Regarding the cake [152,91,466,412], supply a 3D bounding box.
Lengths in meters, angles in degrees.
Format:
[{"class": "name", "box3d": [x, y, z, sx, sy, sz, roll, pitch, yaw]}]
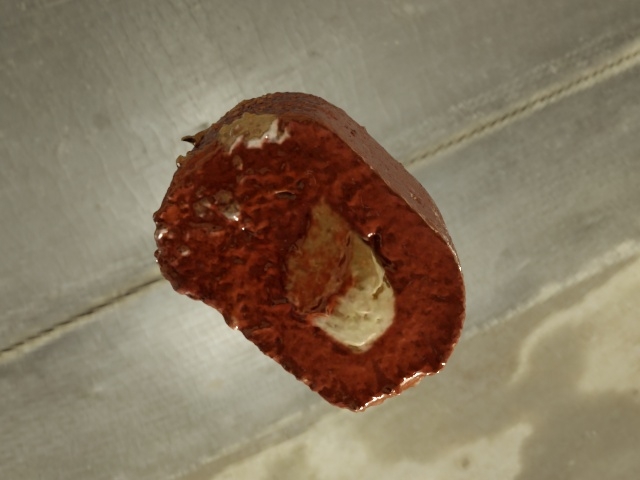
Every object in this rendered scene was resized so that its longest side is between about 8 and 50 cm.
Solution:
[{"class": "cake", "box3d": [0.000, 0.000, 0.951, 0.283, 0.151, 0.177, 39, 105, -9]}]
